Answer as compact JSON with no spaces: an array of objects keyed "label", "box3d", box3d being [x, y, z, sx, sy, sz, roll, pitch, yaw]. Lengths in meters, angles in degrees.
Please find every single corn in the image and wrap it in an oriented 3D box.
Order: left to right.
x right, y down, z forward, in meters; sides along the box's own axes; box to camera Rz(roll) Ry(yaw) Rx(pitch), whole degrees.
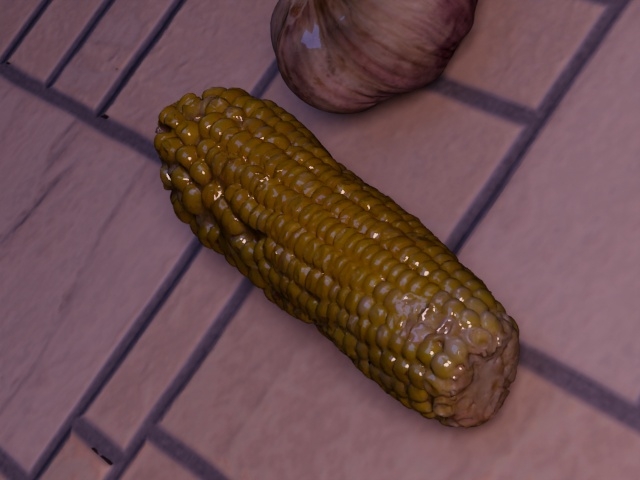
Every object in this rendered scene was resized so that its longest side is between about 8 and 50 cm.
[{"label":"corn","box3d":[0.000,0.000,0.885,0.097,0.097,0.320,-50,43,0]}]

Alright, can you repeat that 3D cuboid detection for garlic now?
[{"label":"garlic","box3d":[0.038,-0.147,0.951,0.159,0.102,0.147,-63,27,2]}]
